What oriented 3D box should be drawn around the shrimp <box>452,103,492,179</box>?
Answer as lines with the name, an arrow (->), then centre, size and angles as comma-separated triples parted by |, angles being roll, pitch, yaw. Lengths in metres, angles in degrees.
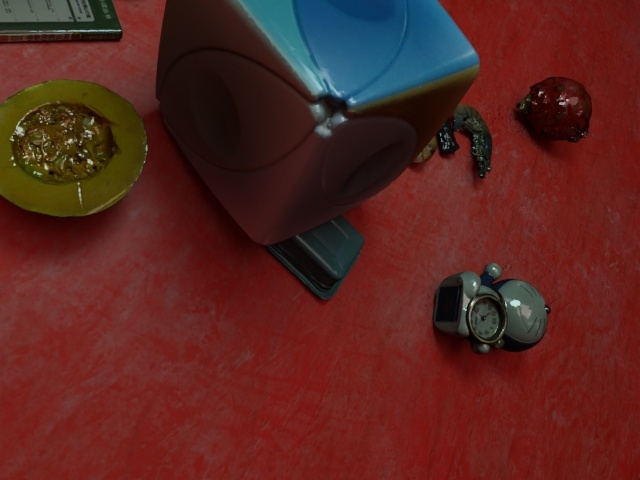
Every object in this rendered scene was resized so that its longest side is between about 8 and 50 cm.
shrimp -> 0.379, -0.257, 1.203 | 0.150, 0.051, 0.217 | 27, 52, -33

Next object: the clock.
clock -> 0.372, 0.148, 1.026 | 0.243, 0.146, 0.200 | 13, 73, -22

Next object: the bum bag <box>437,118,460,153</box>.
bum bag -> 0.306, -0.269, 1.184 | 0.057, 0.034, 0.125 | -9, 79, -26

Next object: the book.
book -> -0.481, -0.413, 0.769 | 0.264, 0.027, 0.202 | -18, 83, -33

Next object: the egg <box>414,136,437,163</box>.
egg -> 0.232, -0.217, 1.103 | 0.071, 0.071, 0.083 | 53, 42, -6

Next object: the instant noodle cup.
instant noodle cup -> 0.000, 0.000, 0.899 | 0.179, 0.070, 0.157 | 43, 56, -11

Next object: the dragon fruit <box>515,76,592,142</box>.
dragon fruit -> 0.665, -0.369, 1.353 | 0.209, 0.172, 0.172 | 30, 61, -10

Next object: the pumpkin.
pumpkin -> -0.367, -0.124, 0.708 | 0.217, 0.110, 0.218 | 4, 76, -17

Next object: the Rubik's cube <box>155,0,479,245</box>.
Rubik's cube -> -0.020, -0.243, 0.761 | 0.352, 0.347, 0.352 | -31, 77, -35
